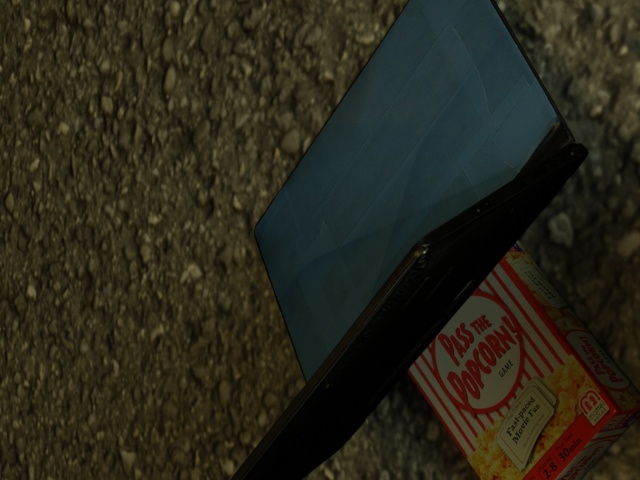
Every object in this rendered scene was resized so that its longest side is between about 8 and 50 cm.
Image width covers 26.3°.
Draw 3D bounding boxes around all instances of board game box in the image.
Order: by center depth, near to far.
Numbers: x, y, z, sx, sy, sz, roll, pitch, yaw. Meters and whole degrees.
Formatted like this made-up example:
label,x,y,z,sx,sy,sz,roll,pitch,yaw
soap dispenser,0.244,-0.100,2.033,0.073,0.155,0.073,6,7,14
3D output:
label,x,y,z,sx,sy,sz,roll,pitch,yaw
board game box,0.156,0.110,1.117,0.193,0.045,0.147,55,128,32

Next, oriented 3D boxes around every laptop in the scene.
label,x,y,z,sx,sy,sz,roll,pitch,yaw
laptop,0.000,0.000,1.102,0.236,0.408,0.382,44,125,12
